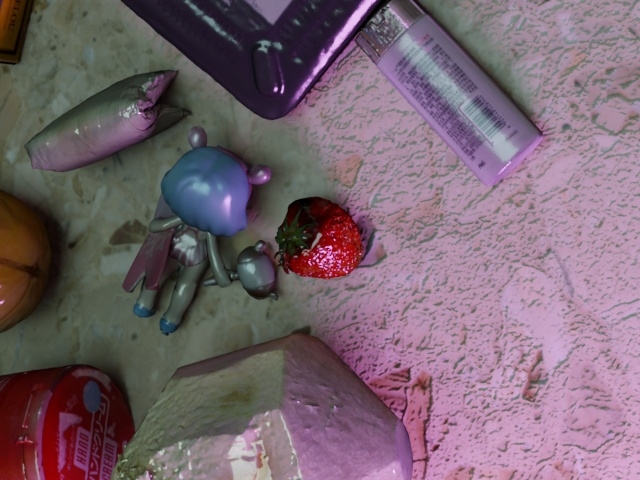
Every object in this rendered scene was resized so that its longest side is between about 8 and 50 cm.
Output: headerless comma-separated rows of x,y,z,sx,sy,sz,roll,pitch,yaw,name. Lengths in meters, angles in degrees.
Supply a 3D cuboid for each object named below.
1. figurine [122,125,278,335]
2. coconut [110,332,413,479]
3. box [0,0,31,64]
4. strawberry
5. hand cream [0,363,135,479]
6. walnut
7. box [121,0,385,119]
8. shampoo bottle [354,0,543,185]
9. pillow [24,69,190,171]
-0.141,0.011,1.519,0.205,0.103,0.260,35,116,16,figurine
-0.047,0.259,1.413,0.310,0.297,0.297,-17,89,25,coconut
-0.510,-0.358,1.630,0.302,0.084,0.192,19,100,18,box
0.001,-0.001,1.473,0.106,0.106,0.106,2,96,21,strawberry
-0.339,0.266,1.557,0.149,0.230,0.230,-10,92,19,hand cream
-0.445,0.025,1.598,0.226,0.193,0.193,-2,95,25,walnut
-0.076,-0.318,1.437,0.290,0.073,0.289,41,116,-3,box
0.141,-0.169,1.414,0.086,0.056,0.227,-45,79,18,shampoo bottle
-0.262,-0.139,1.537,0.181,0.134,0.077,-22,99,22,pillow
